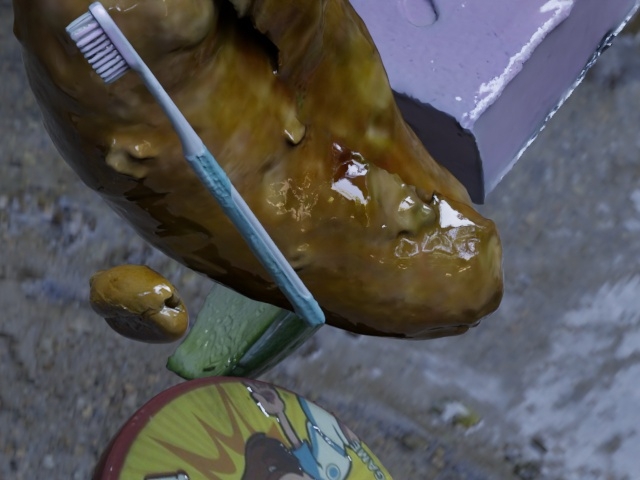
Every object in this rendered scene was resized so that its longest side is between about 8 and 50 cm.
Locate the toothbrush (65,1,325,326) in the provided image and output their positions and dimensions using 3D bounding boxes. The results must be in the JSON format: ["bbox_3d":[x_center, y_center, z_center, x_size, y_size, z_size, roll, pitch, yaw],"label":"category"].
[{"bbox_3d":[-0.037,-0.018,0.547,0.014,0.167,0.011,-34,45,1],"label":"toothbrush"}]

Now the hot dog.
[{"bbox_3d":[-0.181,0.060,1.628,0.090,0.140,0.060,46,59,-24],"label":"hot dog"}]

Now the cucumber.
[{"bbox_3d":[0.002,0.002,1.399,0.325,0.105,0.145,-56,40,0],"label":"cucumber"}]

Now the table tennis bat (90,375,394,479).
[{"bbox_3d":[-0.060,0.234,1.071,0.268,0.051,0.415,48,34,2],"label":"table tennis bat"}]

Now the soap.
[{"bbox_3d":[0.079,-0.204,1.199,0.285,0.107,0.296,26,64,28],"label":"soap"}]

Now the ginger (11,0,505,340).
[{"bbox_3d":[-0.035,-0.062,0.837,0.321,0.172,0.165,41,72,-39],"label":"ginger"}]
